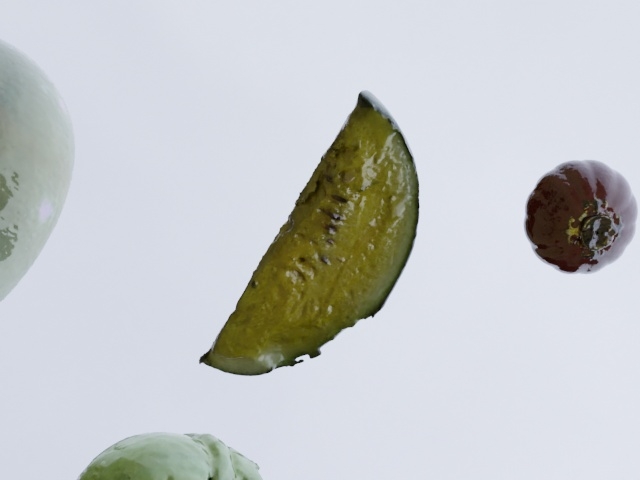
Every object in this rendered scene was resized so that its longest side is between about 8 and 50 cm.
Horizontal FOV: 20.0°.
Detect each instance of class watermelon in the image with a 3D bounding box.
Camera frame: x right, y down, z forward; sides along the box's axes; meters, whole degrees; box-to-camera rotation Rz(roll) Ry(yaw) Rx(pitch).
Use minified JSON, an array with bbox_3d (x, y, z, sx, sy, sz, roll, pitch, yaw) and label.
[{"bbox_3d":[0.000,0.000,1.597,0.123,0.129,0.301,51,-62,38],"label":"watermelon"}]

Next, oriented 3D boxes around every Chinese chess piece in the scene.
[{"bbox_3d":[-0.424,-0.064,1.920,0.349,0.146,0.349,-20,-128,28],"label":"Chinese chess piece"}]

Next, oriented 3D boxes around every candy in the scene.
[{"bbox_3d":[0.012,0.202,0.849,0.092,0.335,0.093,-38,-153,17],"label":"candy"}]

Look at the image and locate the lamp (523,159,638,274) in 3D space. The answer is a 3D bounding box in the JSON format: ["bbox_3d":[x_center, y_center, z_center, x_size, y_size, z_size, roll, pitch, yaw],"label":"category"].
[{"bbox_3d":[0.222,-0.020,1.546,0.090,0.101,0.101,-135,-138,-66],"label":"lamp"}]
